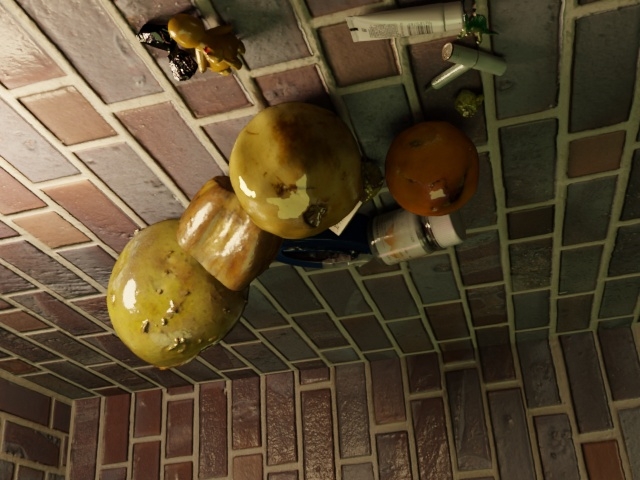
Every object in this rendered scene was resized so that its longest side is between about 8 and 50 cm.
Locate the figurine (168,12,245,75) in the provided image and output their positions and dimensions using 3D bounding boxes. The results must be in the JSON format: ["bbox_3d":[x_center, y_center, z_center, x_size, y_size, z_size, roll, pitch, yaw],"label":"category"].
[{"bbox_3d":[-0.233,-0.401,1.558,0.176,0.122,0.121,27,107,-35],"label":"figurine"}]

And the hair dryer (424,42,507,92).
[{"bbox_3d":[0.318,-0.384,1.766,0.155,0.044,0.183,10,156,-23],"label":"hair dryer"}]

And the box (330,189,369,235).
[{"bbox_3d":[0.014,-0.128,2.053,0.201,0.058,0.141,38,127,3],"label":"box"}]

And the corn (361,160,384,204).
[{"bbox_3d":[0.032,-0.114,2.166,0.131,0.131,0.345,21,144,-40],"label":"corn"}]

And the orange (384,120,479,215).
[{"bbox_3d":[0.284,-0.182,1.928,0.246,0.246,0.246,-3,154,-1],"label":"orange"}]

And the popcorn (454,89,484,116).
[{"bbox_3d":[0.364,-0.336,1.842,0.083,0.068,0.059,-22,-159,-14],"label":"popcorn"}]

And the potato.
[{"bbox_3d":[-0.449,0.129,2.264,0.386,0.441,0.319,-5,143,31],"label":"potato"}]

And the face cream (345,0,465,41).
[{"bbox_3d":[0.180,-0.455,1.585,0.244,0.058,0.092,-4,160,13],"label":"face cream"}]

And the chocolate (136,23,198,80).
[{"bbox_3d":[-0.321,-0.404,1.612,0.072,0.070,0.147,-38,147,5],"label":"chocolate"}]

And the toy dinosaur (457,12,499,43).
[{"bbox_3d":[0.341,-0.457,1.632,0.120,0.029,0.060,5,137,-21],"label":"toy dinosaur"}]

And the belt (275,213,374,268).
[{"bbox_3d":[0.000,0.000,2.401,0.347,0.117,0.212,3,151,-12],"label":"belt"}]

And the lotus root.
[{"bbox_3d":[-0.227,-0.062,2.142,0.316,0.316,0.250,13,130,-31],"label":"lotus root"}]

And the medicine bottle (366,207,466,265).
[{"bbox_3d":[0.292,-0.030,2.326,0.274,0.165,0.165,-18,150,26],"label":"medicine bottle"}]

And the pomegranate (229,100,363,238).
[{"bbox_3d":[-0.060,-0.172,1.844,0.333,0.332,0.332,-3,154,-1],"label":"pomegranate"}]
